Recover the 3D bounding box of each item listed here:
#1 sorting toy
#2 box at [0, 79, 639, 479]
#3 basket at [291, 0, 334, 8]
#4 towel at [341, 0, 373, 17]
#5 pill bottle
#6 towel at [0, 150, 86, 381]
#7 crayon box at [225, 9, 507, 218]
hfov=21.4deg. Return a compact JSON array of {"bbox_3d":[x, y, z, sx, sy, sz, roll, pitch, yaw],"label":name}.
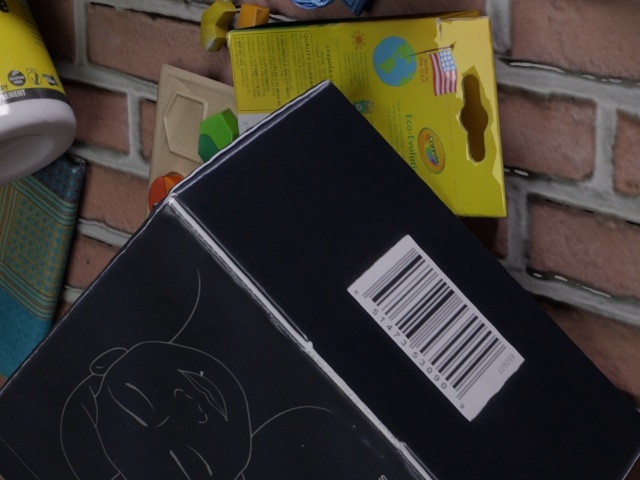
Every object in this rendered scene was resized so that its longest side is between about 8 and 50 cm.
[{"bbox_3d":[-0.134,-0.124,1.917,0.229,0.041,0.307,25,114,49],"label":"sorting toy"},{"bbox_3d":[-0.025,0.191,1.686,0.480,0.297,0.472,48,132,2],"label":"box"},{"bbox_3d":[-0.004,-0.345,1.574,0.201,0.289,0.254,54,132,18],"label":"basket"},{"bbox_3d":[0.018,-0.294,1.756,0.119,0.029,0.067,49,131,23],"label":"towel"},{"bbox_3d":[-0.445,-0.246,2.107,0.188,0.188,0.334,-40,69,44],"label":"pill bottle"},{"bbox_3d":[-0.434,-0.008,2.292,0.271,0.040,0.370,37,124,30],"label":"towel"},{"bbox_3d":[0.061,-0.125,1.713,0.319,0.081,0.202,3,104,37],"label":"crayon box"}]
